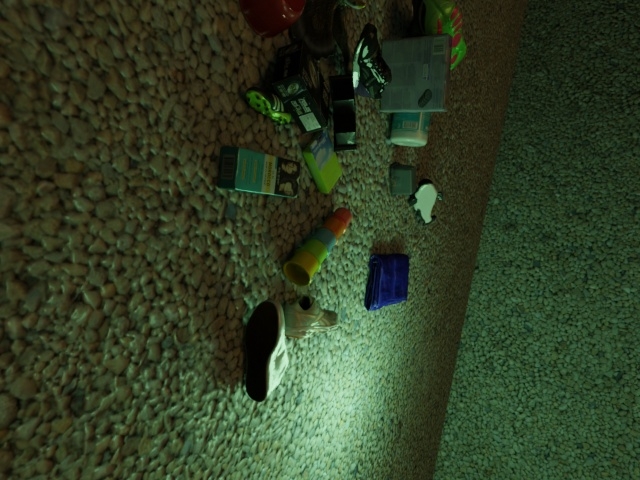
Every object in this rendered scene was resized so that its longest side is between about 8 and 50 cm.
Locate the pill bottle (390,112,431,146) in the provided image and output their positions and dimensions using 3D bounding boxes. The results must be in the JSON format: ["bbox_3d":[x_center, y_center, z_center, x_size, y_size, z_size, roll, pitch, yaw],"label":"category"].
[{"bbox_3d":[0.357,-0.507,1.754,0.146,0.146,0.265,1,97,-57],"label":"pill bottle"}]

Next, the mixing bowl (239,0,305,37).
[{"bbox_3d":[-0.099,-0.587,1.080,0.181,0.098,0.182,-21,115,-54],"label":"mixing bowl"}]

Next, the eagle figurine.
[{"bbox_3d":[0.040,-0.650,1.240,0.226,0.225,0.299,16,120,-19],"label":"eagle figurine"}]

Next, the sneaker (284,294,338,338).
[{"bbox_3d":[-0.021,0.227,1.407,0.262,0.099,0.121,1,93,-58],"label":"sneaker"}]

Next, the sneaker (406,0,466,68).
[{"bbox_3d":[0.451,-0.800,1.776,0.185,0.202,0.483,-34,162,4],"label":"sneaker"}]

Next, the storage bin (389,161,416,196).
[{"bbox_3d":[0.336,-0.246,1.837,0.098,0.090,0.135,-33,124,-49],"label":"storage bin"}]

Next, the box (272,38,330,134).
[{"bbox_3d":[-0.045,-0.399,1.186,0.180,0.077,0.148,53,33,-48],"label":"box"}]

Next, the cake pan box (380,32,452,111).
[{"bbox_3d":[0.337,-0.595,1.613,0.070,0.245,0.267,-21,114,-57],"label":"cake pan box"}]

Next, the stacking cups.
[{"bbox_3d":[0.000,0.000,1.395,0.316,0.095,0.096,-55,139,-40],"label":"stacking cups"}]

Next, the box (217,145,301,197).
[{"bbox_3d":[-0.148,-0.167,1.142,0.244,0.060,0.101,0,98,-57],"label":"box"}]

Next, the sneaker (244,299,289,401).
[{"bbox_3d":[-0.140,0.287,1.244,0.123,0.105,0.291,-19,123,-61],"label":"sneaker"}]

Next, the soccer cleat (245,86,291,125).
[{"bbox_3d":[-0.130,-0.351,1.135,0.178,0.060,0.073,20,71,-63],"label":"soccer cleat"}]

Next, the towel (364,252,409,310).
[{"bbox_3d":[0.293,0.170,1.887,0.308,0.076,0.228,0,99,-57],"label":"towel"}]

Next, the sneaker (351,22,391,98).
[{"bbox_3d":[0.165,-0.533,1.361,0.283,0.124,0.107,92,21,-76],"label":"sneaker"}]

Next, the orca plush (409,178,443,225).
[{"bbox_3d":[0.486,-0.196,2.074,0.287,0.151,0.102,49,26,-47],"label":"orca plush"}]

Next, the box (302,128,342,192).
[{"bbox_3d":[0.006,-0.245,1.374,0.109,0.042,0.178,-58,141,-32],"label":"box"}]

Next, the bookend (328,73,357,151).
[{"bbox_3d":[0.066,-0.369,1.324,0.156,0.072,0.158,71,17,-69],"label":"bookend"}]
